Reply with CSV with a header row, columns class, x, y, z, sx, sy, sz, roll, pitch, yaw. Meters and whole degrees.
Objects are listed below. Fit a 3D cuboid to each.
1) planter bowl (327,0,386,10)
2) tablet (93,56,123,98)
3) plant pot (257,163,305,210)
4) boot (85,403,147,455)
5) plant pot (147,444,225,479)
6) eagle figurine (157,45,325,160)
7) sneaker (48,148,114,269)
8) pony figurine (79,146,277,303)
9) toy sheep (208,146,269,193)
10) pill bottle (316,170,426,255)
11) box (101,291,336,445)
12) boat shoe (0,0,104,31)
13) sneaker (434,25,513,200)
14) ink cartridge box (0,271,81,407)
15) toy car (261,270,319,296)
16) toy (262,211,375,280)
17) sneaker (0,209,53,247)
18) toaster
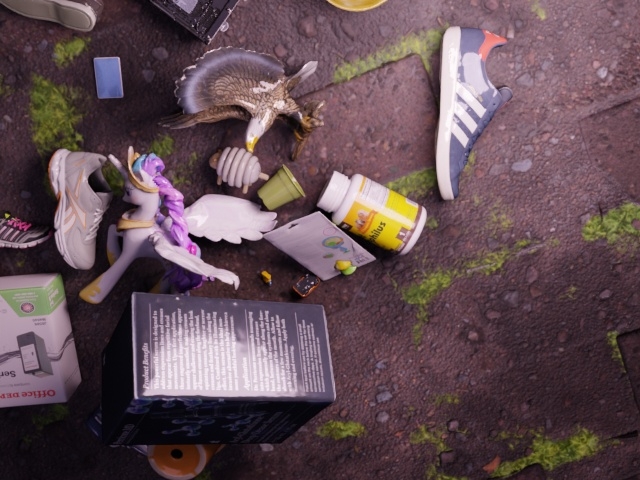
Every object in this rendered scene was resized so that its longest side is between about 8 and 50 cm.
class,x,y,z,sx,sy,sz,roll,pitch,yaw
planter bowl,0.062,-0.559,1.603,0.217,0.090,0.217,-9,118,-17
tablet,-0.440,-0.338,1.732,0.054,0.006,0.083,-2,107,1
plant pot,-0.087,-0.104,1.751,0.079,0.083,0.083,-35,103,6
boot,-0.451,0.452,1.935,0.190,0.069,0.086,45,109,-3
plant pot,-0.300,0.424,1.849,0.205,0.188,0.205,1,109,3
eagle figurine,-0.145,-0.269,1.633,0.298,0.225,0.226,19,116,-12
sneaker,-0.492,-0.062,1.756,0.121,0.099,0.263,0,107,11
pony figurine,-0.308,0.016,1.720,0.351,0.303,0.363,24,120,3
toy sheep,-0.170,-0.150,1.743,0.132,0.091,0.091,17,106,1
pill bottle,0.105,-0.062,1.746,0.215,0.117,0.117,26,105,-6
box,-0.213,0.267,1.669,0.395,0.212,0.293,6,149,-23
boat shoe,-0.546,-0.486,1.661,0.227,0.069,0.081,20,145,-1
sneaker,0.309,-0.250,1.681,0.148,0.131,0.350,3,106,4
ink cartridge box,-0.660,0.221,1.839,0.198,0.115,0.273,-5,106,2
toy car,-0.065,0.088,1.844,0.122,0.060,0.040,24,150,11
toy,0.000,0.000,1.745,0.136,0.056,0.237,-23,141,23
sneaker,-0.664,-0.028,1.794,0.170,0.063,0.075,0,112,6
toaster,-0.240,-0.498,1.628,0.185,0.110,0.168,35,102,-9
